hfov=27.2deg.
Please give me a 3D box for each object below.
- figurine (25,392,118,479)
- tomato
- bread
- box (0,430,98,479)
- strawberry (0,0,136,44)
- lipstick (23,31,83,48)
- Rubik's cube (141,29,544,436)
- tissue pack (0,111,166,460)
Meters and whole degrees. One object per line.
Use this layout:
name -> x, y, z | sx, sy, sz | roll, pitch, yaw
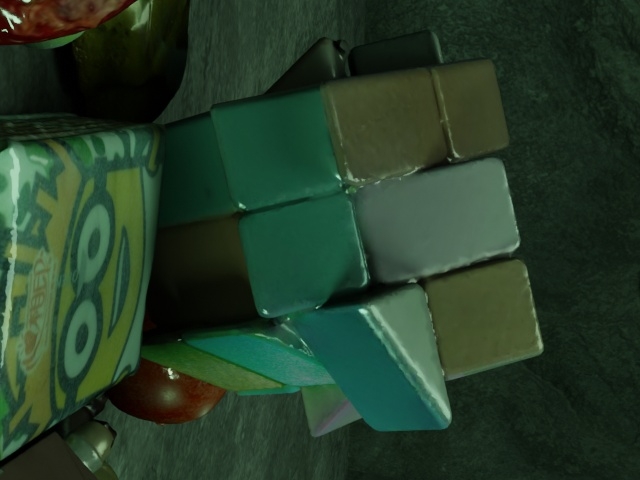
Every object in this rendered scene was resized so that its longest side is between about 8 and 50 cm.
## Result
figurine -> -0.205, 0.309, 1.136 | 0.218, 0.206, 0.365 | 110, -4, -49
tomato -> -0.161, 0.115, 1.395 | 0.167, 0.167, 0.167 | 9, 90, -80
bread -> -0.175, -0.198, 1.228 | 0.233, 0.088, 0.161 | 87, 12, -56
box -> -0.178, 0.248, 0.906 | 0.086, 0.215, 0.215 | -42, 178, 7
strawberry -> -0.198, -0.231, 0.730 | 0.220, 0.274, 0.274 | 48, -35, 47
lipstick -> -0.222, -0.263, 0.926 | 0.304, 0.076, 0.076 | 85, 17, -53
Rubik's cube -> 0.000, 0.000, 1.235 | 0.368, 0.387, 0.358 | -24, 100, -80
tissue pack -> -0.225, 0.023, 0.993 | 0.311, 0.128, 0.228 | -33, 132, -77
